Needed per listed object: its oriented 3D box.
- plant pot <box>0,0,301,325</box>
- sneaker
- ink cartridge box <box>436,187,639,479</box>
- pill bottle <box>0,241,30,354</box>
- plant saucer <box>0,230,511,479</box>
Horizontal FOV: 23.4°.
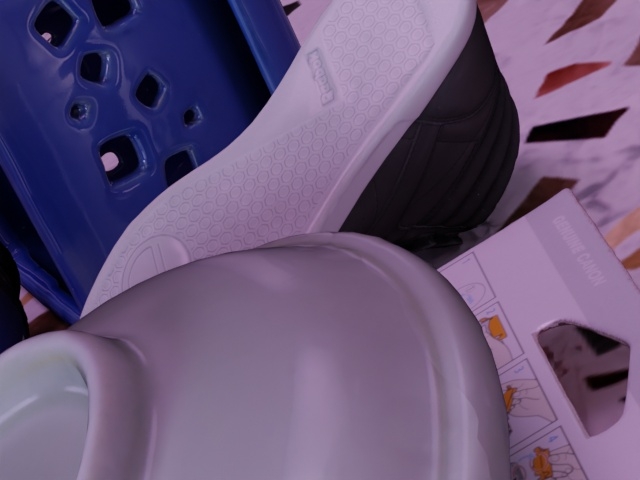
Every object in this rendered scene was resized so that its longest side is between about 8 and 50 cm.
[{"bbox_3d":[-0.138,-0.099,1.006,0.212,0.236,0.236,-34,26,-17],"label":"plant pot"},{"bbox_3d":[0.000,0.000,0.807,0.295,0.147,0.104,-50,55,2],"label":"sneaker"},{"bbox_3d":[0.044,0.112,0.622,0.239,0.060,0.275,-30,26,6],"label":"ink cartridge box"},{"bbox_3d":[-0.241,0.080,0.925,0.123,0.122,0.219,-27,28,13],"label":"pill bottle"},{"bbox_3d":[-0.108,0.145,0.568,0.400,0.100,0.400,-39,28,26],"label":"plant saucer"}]
